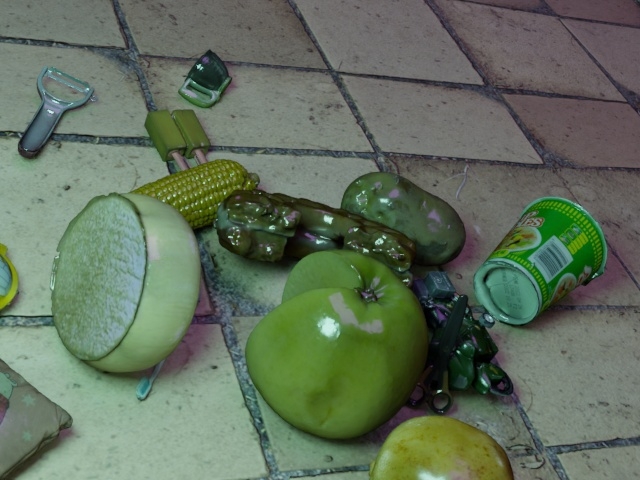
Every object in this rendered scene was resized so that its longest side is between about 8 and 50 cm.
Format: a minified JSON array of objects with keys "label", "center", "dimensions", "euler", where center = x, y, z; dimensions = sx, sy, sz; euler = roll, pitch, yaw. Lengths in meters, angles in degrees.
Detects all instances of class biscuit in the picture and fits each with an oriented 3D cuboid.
[{"label":"biscuit","center":[-0.009,-0.005,1.730],"dimensions":[0.366,0.115,0.268],"euler":[17,7,-4]}]

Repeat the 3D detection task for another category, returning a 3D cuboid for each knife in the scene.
[{"label":"knife","center":[-0.519,-0.230,1.848],"dimensions":[0.123,0.053,0.278],"euler":[21,39,-10]}]

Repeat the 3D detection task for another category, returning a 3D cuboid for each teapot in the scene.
[{"label":"teapot","center":[-0.250,-0.348,2.119],"dimensions":[0.090,0.124,0.092],"euler":[38,-4,-7]}]

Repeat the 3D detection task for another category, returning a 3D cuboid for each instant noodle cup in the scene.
[{"label":"instant noodle cup","center":[0.428,0.052,1.905],"dimensions":[0.207,0.207,0.232],"euler":[38,47,18]}]

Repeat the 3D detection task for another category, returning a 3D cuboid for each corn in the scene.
[{"label":"corn","center":[-0.242,-0.072,1.756],"dimensions":[0.321,0.119,0.119],"euler":[-26,59,-40]}]

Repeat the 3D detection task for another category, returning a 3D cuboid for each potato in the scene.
[{"label":"potato","center":[0.163,-0.039,1.899],"dimensions":[0.262,0.165,0.165],"euler":[28,37,-13]}]

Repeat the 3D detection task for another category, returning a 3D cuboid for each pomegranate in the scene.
[{"label":"pomegranate","center":[0.180,0.364,1.386],"dimensions":[0.233,0.233,0.233],"euler":[14,39,-12]}]

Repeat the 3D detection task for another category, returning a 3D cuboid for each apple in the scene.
[{"label":"apple","center":[0.029,0.158,1.515],"dimensions":[0.291,0.254,0.292],"euler":[17,41,-16]}]

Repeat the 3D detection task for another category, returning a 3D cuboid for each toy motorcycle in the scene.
[{"label":"toy motorcycle","center":[0.226,0.170,1.717],"dimensions":[0.187,0.125,0.275],"euler":[9,37,-33]}]

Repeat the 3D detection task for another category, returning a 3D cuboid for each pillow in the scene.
[{"label":"pillow","center":[-0.485,0.239,1.289],"dimensions":[0.236,0.084,0.223],"euler":[39,42,14]}]

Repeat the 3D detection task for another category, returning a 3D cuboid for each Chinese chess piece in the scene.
[{"label":"Chinese chess piece","center":[-0.296,0.063,1.445],"dimensions":[0.112,0.270,0.270],"euler":[14,35,-43]}]

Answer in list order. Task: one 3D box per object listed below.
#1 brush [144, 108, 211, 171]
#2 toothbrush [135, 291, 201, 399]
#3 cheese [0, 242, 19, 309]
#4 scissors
[{"label":"brush","center":[-0.259,-0.162,1.913],"dimensions":[0.103,0.047,0.233],"euler":[-10,59,-36]},{"label":"toothbrush","center":[-0.242,0.163,1.555],"dimensions":[0.022,0.026,0.263],"euler":[-3,32,19]},{"label":"cheese","center":[-0.561,0.078,1.450],"dimensions":[0.177,0.069,0.270],"euler":[23,39,-2]},{"label":"scissors","center":[0.205,0.188,1.600],"dimensions":[0.088,0.220,0.017],"euler":[17,19,1]}]
